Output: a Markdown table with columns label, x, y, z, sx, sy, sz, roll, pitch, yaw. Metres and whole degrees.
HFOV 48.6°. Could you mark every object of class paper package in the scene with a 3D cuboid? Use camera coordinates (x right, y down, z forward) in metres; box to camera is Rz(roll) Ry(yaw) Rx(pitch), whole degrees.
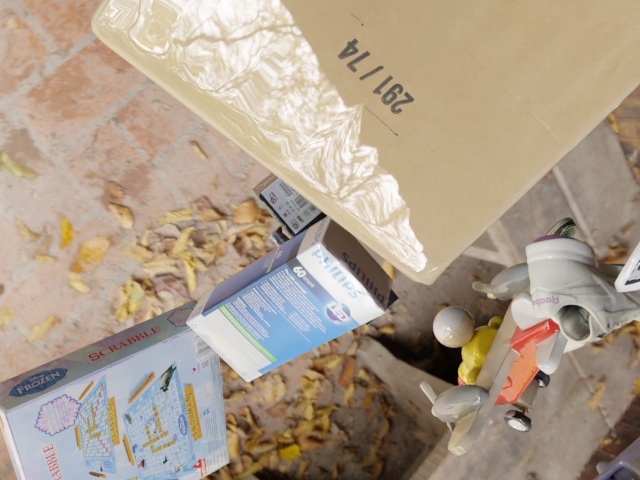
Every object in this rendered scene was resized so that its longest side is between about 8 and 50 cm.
| label | x | y | z | sx | sy | sz | roll | pitch | yaw |
| --- | --- | --- | --- | --- | --- | --- | --- | --- | --- |
| paper package | 0.058 | -0.184 | 0.521 | 0.325 | 0.168 | 0.309 | 37 | 117 | -11 |

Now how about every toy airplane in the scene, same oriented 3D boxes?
| label | x | y | z | sx | sy | sz | roll | pitch | yaw |
| --- | --- | --- | --- | --- | --- | --- | --- | --- | --- |
| toy airplane | 0.357 | 0.207 | 1.423 | 0.384 | 0.272 | 0.386 | -68 | 165 | 13 |

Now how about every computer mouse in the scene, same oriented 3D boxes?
| label | x | y | z | sx | sy | sz | roll | pitch | yaw |
| --- | --- | --- | --- | --- | --- | --- | --- | --- | --- |
| computer mouse | 0.332 | -0.026 | 0.640 | 0.106 | 0.042 | 0.193 | -23 | 139 | -55 |

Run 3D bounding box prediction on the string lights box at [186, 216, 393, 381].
| label | x | y | z | sx | sy | sz | roll | pitch | yaw |
| --- | --- | --- | --- | --- | --- | --- | --- | --- | --- |
| string lights box | -0.045 | 0.086 | 0.976 | 0.133 | 0.260 | 0.076 | 48 | 32 | -18 |

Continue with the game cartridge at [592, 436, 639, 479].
| label | x | y | z | sx | sy | sz | roll | pitch | yaw |
| --- | --- | --- | --- | --- | --- | --- | --- | --- | --- |
| game cartridge | 0.222 | 0.354 | 0.631 | 0.355 | 0.068 | 0.230 | -38 | 117 | -6 |

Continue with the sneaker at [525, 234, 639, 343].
| label | x | y | z | sx | sy | sz | roll | pitch | yaw |
| --- | --- | --- | --- | --- | --- | --- | --- | --- | --- |
| sneaker | 0.430 | 0.100 | 1.106 | 0.305 | 0.114 | 0.152 | 19 | 67 | -27 |

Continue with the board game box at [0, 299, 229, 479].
| label | x | y | z | sx | sy | sz | roll | pitch | yaw |
| --- | --- | --- | --- | --- | --- | --- | --- | --- | --- |
| board game box | -0.297 | 0.287 | 1.074 | 0.318 | 0.066 | 0.318 | -22 | 127 | -33 |

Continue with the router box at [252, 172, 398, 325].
| label | x | y | z | sx | sy | sz | roll | pitch | yaw |
| --- | --- | --- | --- | --- | --- | --- | --- | --- | --- |
| router box | 0.000 | 0.000 | 1.349 | 0.081 | 0.243 | 0.309 | -40 | 99 | -2 |

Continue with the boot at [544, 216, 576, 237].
| label | x | y | z | sx | sy | sz | roll | pitch | yaw |
| --- | --- | --- | --- | --- | --- | --- | --- | --- | --- |
| boot | 0.602 | 0.080 | 1.708 | 0.085 | 0.178 | 0.236 | -12 | 134 | -30 |

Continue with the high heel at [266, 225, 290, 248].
| label | x | y | z | sx | sy | sz | roll | pitch | yaw |
| --- | --- | --- | --- | --- | --- | --- | --- | --- | --- |
| high heel | 0.019 | -0.009 | 1.617 | 0.186 | 0.093 | 0.261 | 49 | 58 | -5 |
